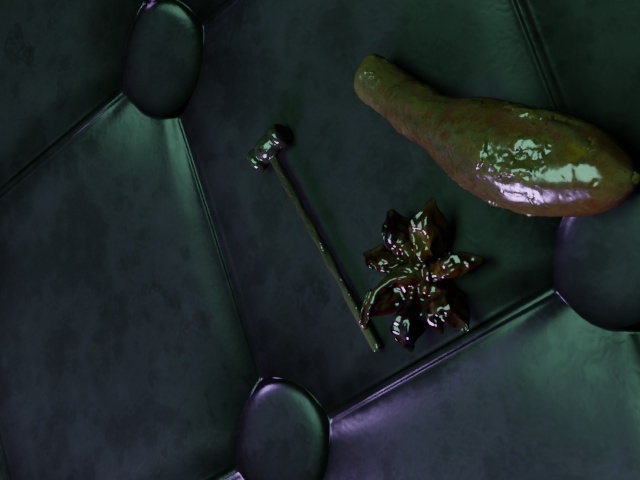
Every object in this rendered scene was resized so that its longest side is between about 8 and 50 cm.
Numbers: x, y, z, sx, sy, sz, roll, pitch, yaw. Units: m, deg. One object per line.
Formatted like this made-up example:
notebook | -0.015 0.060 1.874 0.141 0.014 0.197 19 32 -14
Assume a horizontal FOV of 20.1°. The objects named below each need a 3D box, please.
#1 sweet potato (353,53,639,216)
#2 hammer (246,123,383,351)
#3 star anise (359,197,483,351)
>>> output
sweet potato | 0.157 -0.099 1.783 0.385 0.109 0.109 24 105 43
hammer | 0.000 0.000 1.987 0.058 0.029 0.292 -48 60 35
star anise | 0.103 0.036 1.863 0.168 0.057 0.167 -6 79 36
